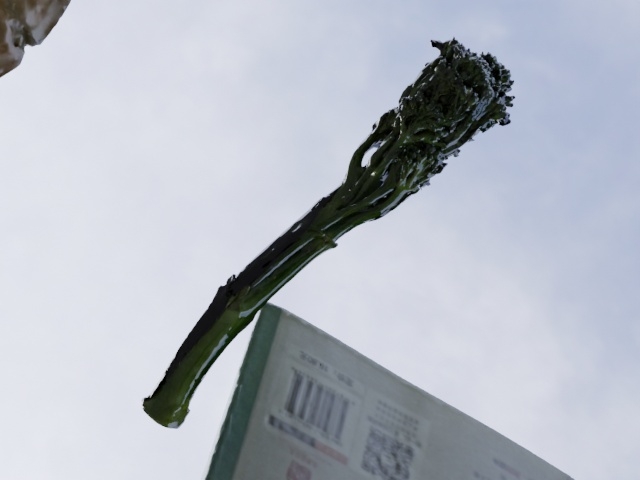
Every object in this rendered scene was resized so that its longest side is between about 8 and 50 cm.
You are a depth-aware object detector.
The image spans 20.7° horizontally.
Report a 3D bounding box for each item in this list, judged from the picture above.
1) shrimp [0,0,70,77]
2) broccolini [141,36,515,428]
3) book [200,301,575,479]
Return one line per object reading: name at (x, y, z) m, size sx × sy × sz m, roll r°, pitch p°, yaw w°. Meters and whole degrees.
shrimp at (-0.119, -0.138, 0.581) m, size 0.115 × 0.051 × 0.217 m, roll 26°, pitch -103°, yaw -11°
broccolini at (0.000, 0.000, 0.831) m, size 0.054 × 0.051 × 0.239 m, roll 44°, pitch -84°, yaw 7°
book at (0.024, 0.184, 0.844) m, size 0.025 × 0.215 × 0.282 m, roll -43°, pitch -160°, yaw 45°
